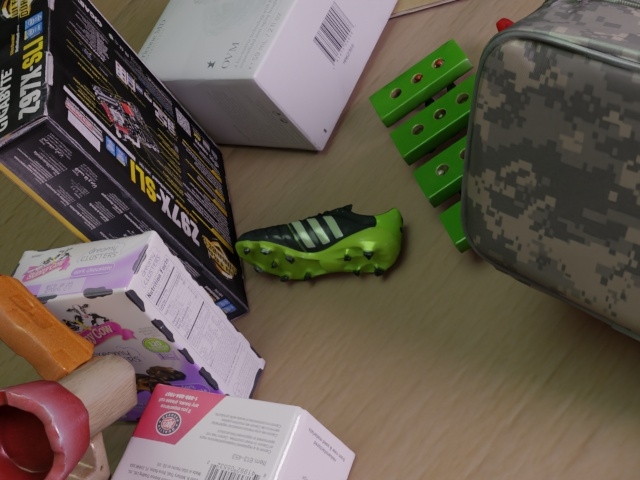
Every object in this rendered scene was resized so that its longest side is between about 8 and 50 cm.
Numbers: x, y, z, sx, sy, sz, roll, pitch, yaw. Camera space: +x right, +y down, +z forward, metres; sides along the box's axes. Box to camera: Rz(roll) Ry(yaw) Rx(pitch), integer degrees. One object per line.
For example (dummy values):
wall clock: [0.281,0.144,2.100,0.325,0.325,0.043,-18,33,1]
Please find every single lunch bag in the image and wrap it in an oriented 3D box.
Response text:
lunch bag: [0.279,-0.072,0.691,0.305,0.213,0.256,24,40,31]

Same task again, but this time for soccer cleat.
soccer cleat: [0.000,0.000,0.976,0.178,0.060,0.072,-1,47,28]

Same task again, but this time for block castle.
block castle: [-0.390,0.213,0.809,0.303,0.213,0.453,41,108,7]

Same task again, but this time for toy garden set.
toy garden set: [0.178,-0.116,0.944,0.203,0.049,0.244,-34,43,11]

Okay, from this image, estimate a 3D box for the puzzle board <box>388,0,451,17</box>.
puzzle board: [0.122,-0.305,1.157,0.128,0.011,0.096,-8,52,30]

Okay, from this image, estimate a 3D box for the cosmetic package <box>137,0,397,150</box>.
cosmetic package: [-0.070,-0.236,1.140,0.224,0.138,0.224,7,63,43]

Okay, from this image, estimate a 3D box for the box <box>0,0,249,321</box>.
box: [-0.198,-0.088,0.988,0.079,0.322,0.257,-26,46,15]

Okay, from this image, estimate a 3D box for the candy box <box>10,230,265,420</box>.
candy box: [-0.175,0.087,0.920,0.164,0.196,0.070,-8,45,32]

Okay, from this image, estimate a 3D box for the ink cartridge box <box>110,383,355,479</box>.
ink cartridge box: [-0.099,0.253,0.809,0.171,0.100,0.237,2,58,37]
